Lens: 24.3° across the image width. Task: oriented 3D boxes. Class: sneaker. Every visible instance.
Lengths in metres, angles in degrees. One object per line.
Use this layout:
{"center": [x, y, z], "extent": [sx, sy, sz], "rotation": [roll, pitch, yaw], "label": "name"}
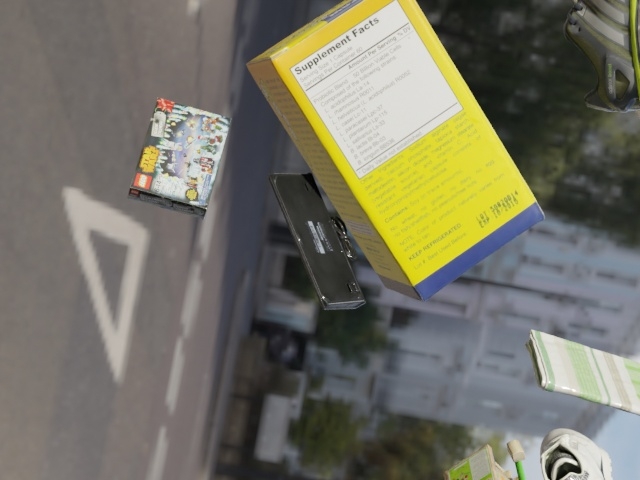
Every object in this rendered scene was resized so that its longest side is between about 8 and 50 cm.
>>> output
{"center": [0.344, -0.290, 1.766], "extent": [0.111, 0.121, 0.300], "rotation": [-12, 92, -67], "label": "sneaker"}
{"center": [0.336, 0.302, 2.004], "extent": [0.090, 0.095, 0.235], "rotation": [-42, -165, 7], "label": "sneaker"}

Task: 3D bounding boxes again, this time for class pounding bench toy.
{"center": [0.168, 0.227, 1.364], "extent": [0.083, 0.065, 0.052], "rotation": [-37, -152, 18], "label": "pounding bench toy"}

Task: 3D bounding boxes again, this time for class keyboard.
{"center": [0.000, 0.000, 1.787], "extent": [0.023, 0.108, 0.180], "rotation": [-34, -110, 36], "label": "keyboard"}

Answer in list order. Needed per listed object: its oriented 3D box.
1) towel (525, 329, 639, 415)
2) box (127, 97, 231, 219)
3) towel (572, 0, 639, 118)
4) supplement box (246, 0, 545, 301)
{"center": [0.311, 0.158, 1.696], "extent": [0.113, 0.152, 0.023], "rotation": [-92, -157, -61], "label": "towel"}
{"center": [-0.166, -0.098, 1.754], "extent": [0.027, 0.094, 0.137], "rotation": [113, -9, -57], "label": "box"}
{"center": [0.453, -0.206, 2.123], "extent": [0.324, 0.038, 0.248], "rotation": [66, 12, 18], "label": "towel"}
{"center": [0.090, -0.128, 1.882], "extent": [0.356, 0.194, 0.195], "rotation": [58, -8, -10], "label": "supplement box"}
